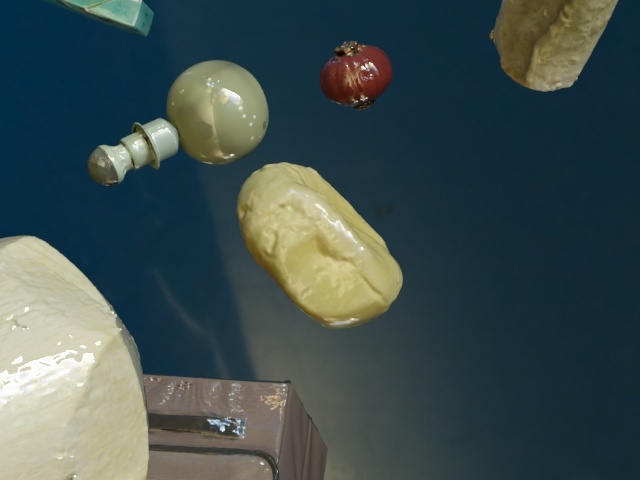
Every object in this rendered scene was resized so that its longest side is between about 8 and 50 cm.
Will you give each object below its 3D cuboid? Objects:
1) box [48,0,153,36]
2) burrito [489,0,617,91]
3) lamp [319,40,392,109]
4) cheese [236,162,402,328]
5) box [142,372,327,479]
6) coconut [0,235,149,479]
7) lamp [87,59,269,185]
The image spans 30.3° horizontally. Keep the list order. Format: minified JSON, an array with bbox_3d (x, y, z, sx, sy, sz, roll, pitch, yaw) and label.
[{"bbox_3d":[-0.332,-0.319,1.504,0.229,0.162,0.041,20,-86,-5],"label":"box"},{"bbox_3d":[0.300,-0.330,1.442,0.143,0.105,0.299,33,-47,21],"label":"burrito"},{"bbox_3d":[0.048,-0.223,1.593,0.101,0.101,0.090,0,-60,33],"label":"lamp"},{"bbox_3d":[0.000,0.000,1.415,0.117,0.214,0.226,-39,-87,11],"label":"cheese"},{"bbox_3d":[-0.135,0.265,1.425,0.252,0.153,0.188,0,-37,17],"label":"box"},{"bbox_3d":[-0.229,0.117,0.811,0.245,0.247,0.245,26,-54,42],"label":"coconut"},{"bbox_3d":[-0.125,-0.092,1.014,0.091,0.163,0.091,50,-21,28],"label":"lamp"}]
